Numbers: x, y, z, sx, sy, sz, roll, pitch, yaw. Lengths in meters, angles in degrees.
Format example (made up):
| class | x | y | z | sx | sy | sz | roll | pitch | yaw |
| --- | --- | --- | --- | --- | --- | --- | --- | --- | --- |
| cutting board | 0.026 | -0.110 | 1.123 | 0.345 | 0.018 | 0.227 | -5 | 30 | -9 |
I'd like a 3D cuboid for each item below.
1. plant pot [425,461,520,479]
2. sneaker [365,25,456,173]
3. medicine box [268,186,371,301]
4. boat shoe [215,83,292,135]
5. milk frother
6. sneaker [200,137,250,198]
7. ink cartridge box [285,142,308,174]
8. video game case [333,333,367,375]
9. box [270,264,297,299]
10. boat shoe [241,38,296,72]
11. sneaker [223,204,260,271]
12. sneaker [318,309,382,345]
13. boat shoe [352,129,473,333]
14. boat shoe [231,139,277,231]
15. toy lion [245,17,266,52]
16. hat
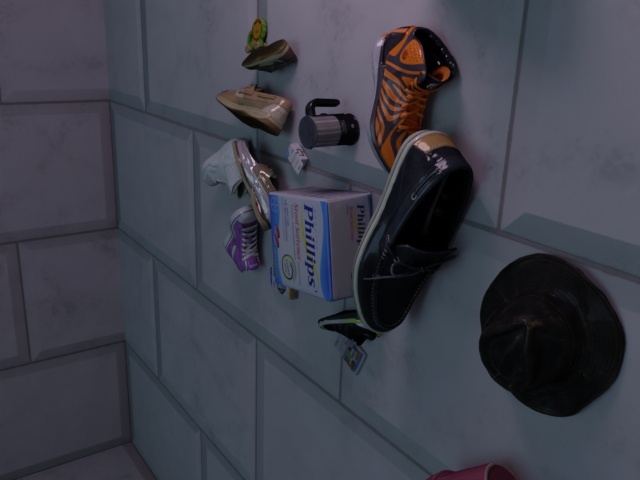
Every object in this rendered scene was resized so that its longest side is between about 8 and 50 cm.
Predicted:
| class | x | y | z | sx | sy | sz | roll | pitch | yaw |
| --- | --- | --- | --- | --- | --- | --- | --- | --- | --- |
| plant pot | 0.333 | 0.569 | 1.391 | 0.180 | 0.201 | 0.201 | -45 | 60 | 34 |
| sneaker | 0.195 | -0.299 | 1.403 | 0.180 | 0.124 | 0.321 | 8 | 106 | 56 |
| medicine box | 0.000 | 0.000 | 1.754 | 0.289 | 0.149 | 0.264 | 12 | 109 | 55 |
| boat shoe | -0.199 | -0.411 | 1.991 | 0.341 | 0.121 | 0.110 | 32 | 87 | 45 |
| milk frother | 0.001 | -0.285 | 1.687 | 0.143 | 0.134 | 0.129 | -41 | 64 | 53 |
| sneaker | -0.314 | -0.206 | 2.205 | 0.292 | 0.108 | 0.169 | -34 | 67 | 53 |
| ink cartridge box | -0.065 | -0.236 | 1.894 | 0.083 | 0.028 | 0.048 | 60 | 142 | 27 |
| video game case | 0.082 | 0.306 | 1.839 | 0.122 | 0.011 | 0.087 | 52 | 137 | 35 |
| box | -0.118 | 0.128 | 2.075 | 0.136 | 0.028 | 0.081 | 26 | 120 | 53 |
| boat shoe | -0.150 | -0.522 | 1.900 | 0.073 | 0.080 | 0.223 | 43 | 157 | -29 |
| sneaker | -0.232 | 0.005 | 2.159 | 0.161 | 0.102 | 0.282 | 60 | 153 | 21 |
| sneaker | 0.076 | 0.240 | 1.760 | 0.234 | 0.084 | 0.097 | -17 | 87 | 55 |
| boat shoe | 0.200 | 0.012 | 1.433 | 0.156 | 0.186 | 0.500 | 48 | 131 | 47 |
| boat shoe | -0.183 | -0.181 | 2.017 | 0.113 | 0.103 | 0.302 | 68 | 179 | -80 |
| toy lion | -0.194 | -0.622 | 1.984 | 0.100 | 0.034 | 0.096 | 6 | 96 | 56 |
| hat | 0.389 | 0.191 | 1.240 | 0.331 | 0.133 | 0.332 | 21 | 115 | 53 |
